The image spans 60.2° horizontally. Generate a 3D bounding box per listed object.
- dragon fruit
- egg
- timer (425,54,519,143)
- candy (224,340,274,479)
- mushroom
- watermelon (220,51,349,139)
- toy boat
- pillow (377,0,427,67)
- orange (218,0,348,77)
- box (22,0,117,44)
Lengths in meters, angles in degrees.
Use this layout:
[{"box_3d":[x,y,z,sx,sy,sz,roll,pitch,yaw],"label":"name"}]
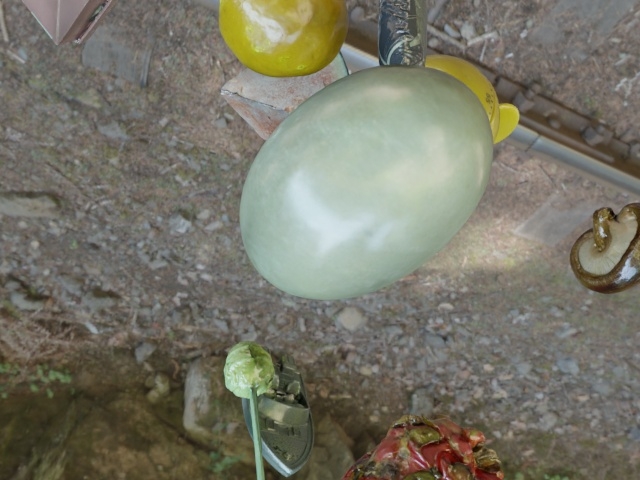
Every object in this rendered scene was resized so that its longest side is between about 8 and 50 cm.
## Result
[{"box_3d":[0.182,0.427,0.941,0.314,0.262,0.296,38,158,-35],"label":"dragon fruit"},{"box_3d":[0.051,-0.069,0.705,0.352,0.258,0.258,-34,129,14],"label":"egg"},{"box_3d":[0.325,-0.308,1.510,0.376,0.375,0.387,-27,146,29],"label":"timer"},{"box_3d":[-0.101,0.286,0.860,0.092,0.335,0.093,32,110,-28],"label":"candy"},{"box_3d":[0.676,0.025,1.236,0.138,0.194,0.231,9,156,-19],"label":"mushroom"},{"box_3d":[-0.078,-0.382,1.385,0.293,0.250,0.283,31,148,-24],"label":"watermelon"},{"box_3d":[-0.082,0.334,1.090,0.141,0.319,0.092,23,109,-21],"label":"toy boat"},{"box_3d":[0.154,-0.408,1.043,0.093,0.334,0.161,-2,156,14],"label":"pillow"},{"box_3d":[-0.080,-0.465,1.141,0.279,0.279,0.235,28,127,-26],"label":"orange"},{"box_3d":[-0.492,-0.517,1.041,0.215,0.086,0.215,-26,106,40],"label":"box"}]
